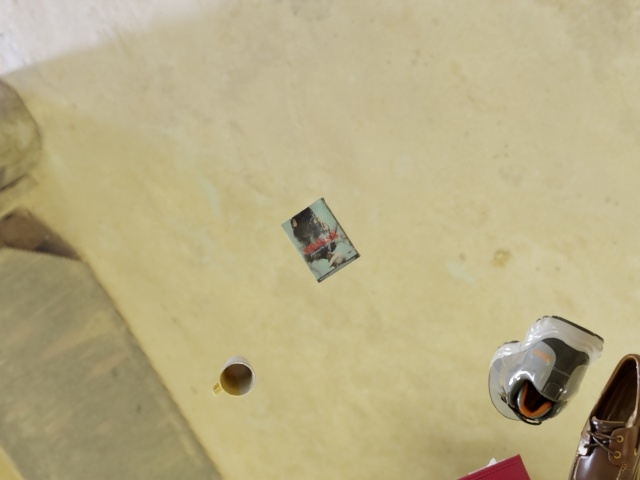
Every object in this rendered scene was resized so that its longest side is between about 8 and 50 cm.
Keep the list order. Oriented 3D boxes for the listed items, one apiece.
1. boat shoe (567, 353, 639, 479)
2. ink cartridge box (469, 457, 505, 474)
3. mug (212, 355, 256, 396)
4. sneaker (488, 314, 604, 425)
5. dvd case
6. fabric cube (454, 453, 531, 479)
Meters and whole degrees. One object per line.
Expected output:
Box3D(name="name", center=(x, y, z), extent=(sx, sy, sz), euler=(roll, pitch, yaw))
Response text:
Box3D(name="boat shoe", center=(0.266, 0.185, 0.932), extent=(0.064, 0.178, 0.060), euler=(10, 155, 43))
Box3D(name="ink cartridge box", center=(0.385, 0.552, 2.177), extent=(0.092, 0.090, 0.143), euler=(-123, 15, -63))
Box3D(name="mug", center=(-0.150, 0.228, 1.728), extent=(0.064, 0.078, 0.062), euler=(-105, 9, -77))
Box3D(name="sneaker", center=(0.261, 0.183, 1.267), extent=(0.100, 0.108, 0.271), euler=(27, 157, 6))
Box3D(name="dvd case", center=(0.000, 0.000, 1.689), extent=(0.087, 0.013, 0.119), euler=(-33, 90, 14))
Box3D(name="fabric cube", center=(0.133, 0.434, 1.157), extent=(0.258, 0.254, 0.259), euler=(65, 153, 18))
